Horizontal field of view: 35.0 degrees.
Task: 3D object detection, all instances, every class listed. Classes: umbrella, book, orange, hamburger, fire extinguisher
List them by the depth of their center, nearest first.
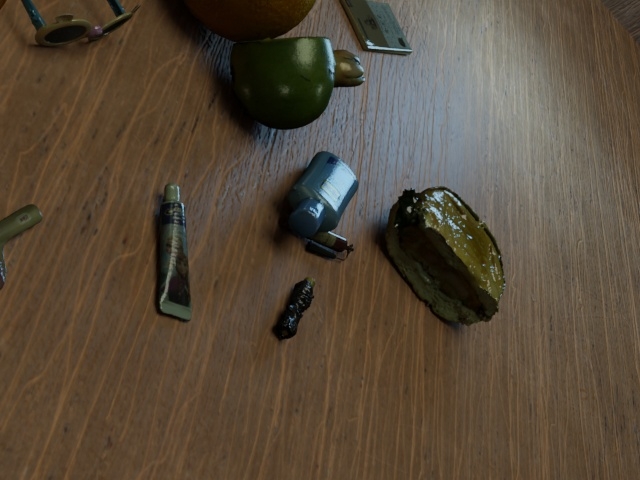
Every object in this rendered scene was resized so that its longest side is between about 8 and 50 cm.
[{"bbox_3d":[-0.037,0.106,1.640,0.037,0.040,0.144,40,36,-10],"label":"umbrella"},{"bbox_3d":[0.000,0.000,1.774,0.173,0.035,0.049,23,44,-36],"label":"fire extinguisher"},{"bbox_3d":[-0.122,-0.488,1.786,0.274,0.274,0.274,32,42,-34],"label":"orange"},{"bbox_3d":[0.246,0.007,1.990,0.309,0.132,0.211,46,35,-18],"label":"hamburger"},{"bbox_3d":[0.131,-0.494,2.340,0.199,0.016,0.138,-10,72,-54],"label":"book"}]

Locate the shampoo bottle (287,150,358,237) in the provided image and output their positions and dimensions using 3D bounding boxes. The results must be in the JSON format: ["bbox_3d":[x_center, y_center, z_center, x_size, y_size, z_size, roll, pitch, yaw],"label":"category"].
[{"bbox_3d":[0.000,-0.076,1.770,0.104,0.061,0.258,44,26,-7],"label":"shampoo bottle"}]

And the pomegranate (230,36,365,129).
[{"bbox_3d":[-0.049,-0.280,1.808,0.241,0.190,0.159,-20,107,-57],"label":"pomegranate"}]

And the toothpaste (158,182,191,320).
[{"bbox_3d":[-0.215,0.013,1.491,0.062,0.037,0.216,22,53,-43],"label":"toothpaste"}]

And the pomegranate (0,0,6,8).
[{"bbox_3d":[-0.496,-0.364,1.263,0.248,0.248,0.248,32,42,-34],"label":"pomegranate"}]

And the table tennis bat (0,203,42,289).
[{"bbox_3d":[-0.426,0.009,1.240,0.131,0.022,0.234,54,36,-6],"label":"table tennis bat"}]

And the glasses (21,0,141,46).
[{"bbox_3d":[-0.411,-0.379,1.548,0.220,0.088,0.190,43,33,13],"label":"glasses"}]
